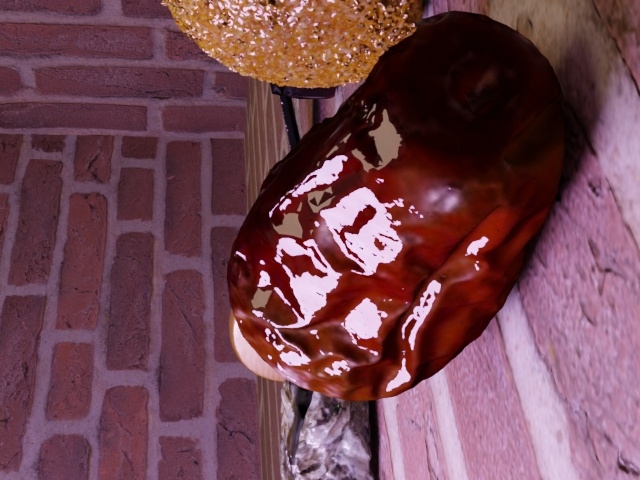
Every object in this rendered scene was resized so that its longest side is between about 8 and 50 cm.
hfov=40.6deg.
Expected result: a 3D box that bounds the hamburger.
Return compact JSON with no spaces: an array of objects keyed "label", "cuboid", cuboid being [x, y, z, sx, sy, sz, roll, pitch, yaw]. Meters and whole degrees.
[{"label":"hamburger","cuboid":[-0.027,-0.271,0.897,0.294,0.275,0.179,97,-179,-64]}]

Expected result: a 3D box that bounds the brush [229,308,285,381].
[{"label":"brush","cuboid":[-0.047,0.081,1.385,0.166,0.174,0.267,-86,7,-70]}]

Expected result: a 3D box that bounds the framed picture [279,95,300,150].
[{"label":"framed picture","cuboid":[-0.056,-0.219,1.630,0.192,0.018,0.266,-73,-28,-84]}]

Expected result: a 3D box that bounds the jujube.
[{"label":"jujube","cuboid":[0.053,-0.012,0.631,0.342,0.216,0.216,117,154,-54]}]

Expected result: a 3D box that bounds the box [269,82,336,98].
[{"label":"box","cuboid":[-0.035,-0.460,1.474,0.415,0.115,0.264,-98,13,-46]}]

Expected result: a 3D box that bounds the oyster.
[{"label":"oyster","cuboid":[0.011,0.246,1.138,0.162,0.158,0.351,27,-136,-51]}]
